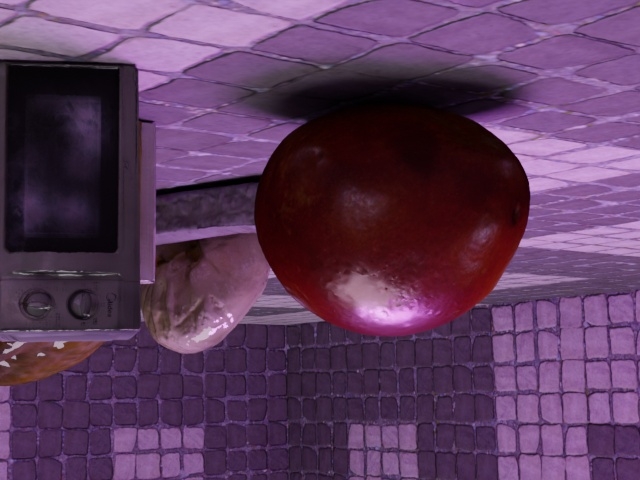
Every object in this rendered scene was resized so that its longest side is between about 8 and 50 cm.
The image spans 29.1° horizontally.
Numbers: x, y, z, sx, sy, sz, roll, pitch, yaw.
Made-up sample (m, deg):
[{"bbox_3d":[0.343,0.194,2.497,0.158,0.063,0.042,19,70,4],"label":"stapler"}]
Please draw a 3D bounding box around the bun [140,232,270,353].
[{"bbox_3d":[-0.161,0.039,1.586,0.127,0.222,0.222,38,156,-21],"label":"bun"}]

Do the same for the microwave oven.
[{"bbox_3d":[-0.209,-0.024,0.972,0.129,0.205,0.163,0,171,-13],"label":"microwave oven"}]

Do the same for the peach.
[{"bbox_3d":[0.062,-0.021,1.068,0.244,0.199,0.243,-5,163,-2],"label":"peach"}]

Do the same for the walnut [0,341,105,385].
[{"bbox_3d":[-0.329,0.041,1.395,0.283,0.227,0.283,-29,-158,13],"label":"walnut"}]

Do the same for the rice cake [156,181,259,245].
[{"bbox_3d":[-0.191,-0.025,1.520,0.399,0.064,0.070,-6,177,36],"label":"rice cake"}]

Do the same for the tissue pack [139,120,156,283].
[{"bbox_3d":[-0.214,-0.032,1.122,0.099,0.148,0.106,6,169,-40],"label":"tissue pack"}]
